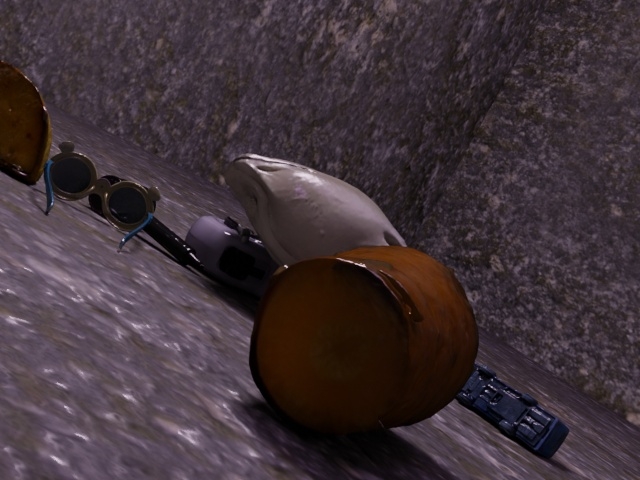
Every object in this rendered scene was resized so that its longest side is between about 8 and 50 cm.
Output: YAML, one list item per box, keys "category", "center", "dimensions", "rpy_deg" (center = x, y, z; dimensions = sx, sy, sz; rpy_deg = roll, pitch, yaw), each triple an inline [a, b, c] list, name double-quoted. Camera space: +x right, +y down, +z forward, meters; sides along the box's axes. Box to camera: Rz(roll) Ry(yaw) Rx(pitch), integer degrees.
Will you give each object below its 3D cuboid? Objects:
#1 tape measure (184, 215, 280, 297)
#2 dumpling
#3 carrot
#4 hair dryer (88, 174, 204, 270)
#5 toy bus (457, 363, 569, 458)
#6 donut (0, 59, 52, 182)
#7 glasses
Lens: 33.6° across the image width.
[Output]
- category: "tape measure"
  center: [-0.143, 0.021, 1.840]
  dimensions: [0.178, 0.105, 0.196]
  rpy_deg: [25, 7, -42]
- category: "dumpling"
  center: [-0.003, -0.001, 1.733]
  dimensions: [0.341, 0.181, 0.260]
  rpy_deg: [12, -20, -2]
- category: "carrot"
  center: [0.058, 0.114, 1.224]
  dimensions: [0.224, 0.224, 0.341]
  rpy_deg: [30, 10, 19]
- category: "hair dryer"
  center: [-0.273, -0.023, 1.796]
  dimensions: [0.248, 0.070, 0.114]
  rpy_deg: [35, 6, 25]
- category: "toy bus"
  center: [0.327, 0.298, 1.885]
  dimensions: [0.236, 0.079, 0.094]
  rpy_deg: [33, -11, 47]
- category: "donut"
  center: [-0.529, -0.212, 1.738]
  dimensions: [0.259, 0.152, 0.101]
  rpy_deg: [32, -3, 10]
- category: "glasses"
  center: [-0.359, -0.045, 1.646]
  dimensions: [0.190, 0.088, 0.220]
  rpy_deg: [29, 23, -12]
